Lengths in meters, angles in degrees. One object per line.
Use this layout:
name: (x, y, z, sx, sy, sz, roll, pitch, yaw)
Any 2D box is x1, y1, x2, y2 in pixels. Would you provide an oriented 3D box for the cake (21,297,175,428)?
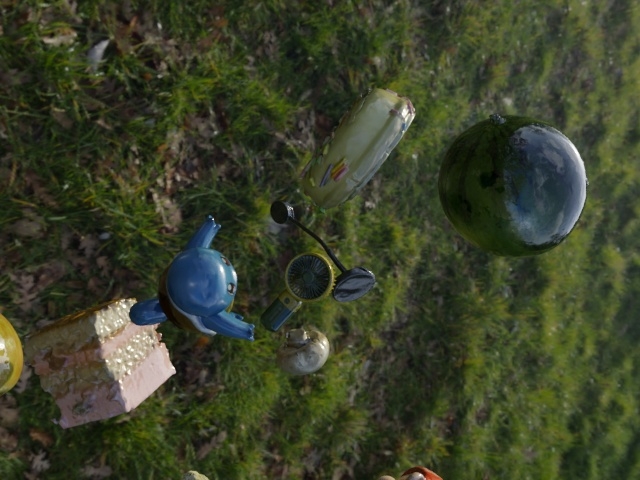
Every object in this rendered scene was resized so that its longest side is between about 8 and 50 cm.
cake: (-0.647, 0.346, 1.687, 0.293, 0.314, 0.306, -34, 104, -61)

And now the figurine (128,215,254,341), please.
figurine: (-0.281, 0.109, 1.301, 0.243, 0.416, 0.297, -3, 75, -34)

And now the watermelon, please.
watermelon: (0.318, -0.091, 0.940, 0.242, 0.242, 0.242, 12, 76, -56)

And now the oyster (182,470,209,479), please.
oyster: (-0.126, 0.370, 0.687, 0.106, 0.061, 0.199, 4, 97, -42)

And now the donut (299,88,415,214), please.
donut: (0.039, -0.113, 0.676, 0.068, 0.174, 0.174, 38, 49, -10)

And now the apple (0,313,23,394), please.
apple: (-0.826, 0.262, 1.274, 0.264, 0.264, 0.264, 12, 76, -56)

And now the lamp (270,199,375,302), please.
lamp: (-0.024, 0.010, 1.431, 0.109, 0.371, 0.130, -18, 145, -45)

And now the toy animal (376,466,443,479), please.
toy animal: (0.129, 0.402, 0.736, 0.171, 0.171, 0.197, 26, 56, -53)

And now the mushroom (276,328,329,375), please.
mushroom: (-0.055, 0.335, 1.709, 0.166, 0.166, 0.127, -49, 124, -48)

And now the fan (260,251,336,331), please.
fan: (-0.040, 0.086, 0.919, 0.082, 0.155, 0.039, 45, 9, 16)
